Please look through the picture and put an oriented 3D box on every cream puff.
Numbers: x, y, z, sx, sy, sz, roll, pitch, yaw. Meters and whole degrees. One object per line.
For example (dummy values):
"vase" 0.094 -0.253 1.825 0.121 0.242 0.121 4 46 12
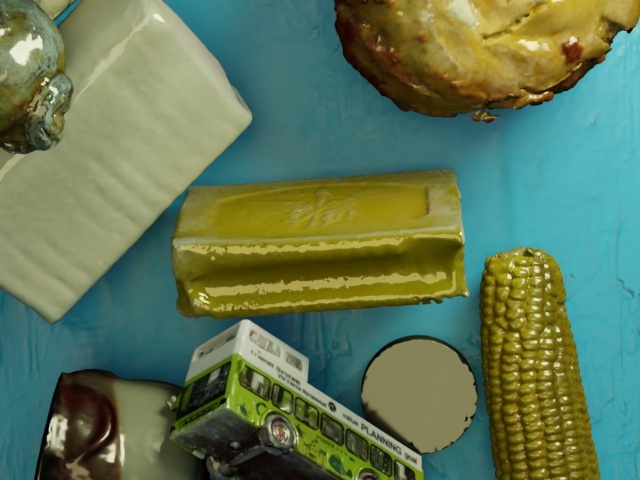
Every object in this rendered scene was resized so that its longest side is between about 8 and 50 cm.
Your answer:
"cream puff" 0.167 -0.301 1.631 0.351 0.228 0.350 -3 113 -7

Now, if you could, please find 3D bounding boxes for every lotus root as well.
"lotus root" -0.403 -0.211 1.517 0.350 0.175 0.175 24 93 -2

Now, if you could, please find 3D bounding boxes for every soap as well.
"soap" 0.000 0.000 1.661 0.315 0.199 0.091 -3 112 4

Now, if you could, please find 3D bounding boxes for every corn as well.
"corn" 0.242 0.186 1.698 0.121 0.120 0.363 -8 87 4

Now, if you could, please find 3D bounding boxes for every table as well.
"table" 0.112 0.176 1.740 0.134 0.043 0.133 0 92 3

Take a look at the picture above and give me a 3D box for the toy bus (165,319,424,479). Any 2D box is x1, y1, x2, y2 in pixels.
"toy bus" -0.018 0.219 1.640 0.113 0.139 0.302 -31 127 34

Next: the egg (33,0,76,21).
"egg" -0.353 -0.336 1.672 0.201 0.201 0.244 -11 55 4

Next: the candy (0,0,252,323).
"candy" -0.258 -0.101 1.665 0.359 0.145 0.208 -45 124 3

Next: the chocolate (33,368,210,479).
"chocolate" -0.212 0.278 1.656 0.186 0.283 0.283 10 92 -2
